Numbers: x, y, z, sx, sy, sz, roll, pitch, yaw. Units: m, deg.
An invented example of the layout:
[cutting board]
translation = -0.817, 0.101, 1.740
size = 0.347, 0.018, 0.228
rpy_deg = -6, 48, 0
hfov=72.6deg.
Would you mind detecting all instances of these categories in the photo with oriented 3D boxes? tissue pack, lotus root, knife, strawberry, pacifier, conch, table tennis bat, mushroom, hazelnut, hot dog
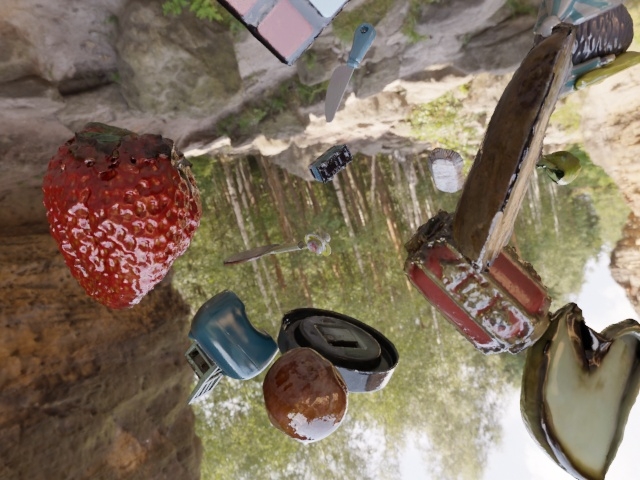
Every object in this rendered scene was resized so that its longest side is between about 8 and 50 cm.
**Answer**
[tissue pack]
translation = -0.296, 0.325, 1.453
size = 0.206, 0.288, 0.198
rpy_deg = -43, -165, -18
[lotus root]
translation = 0.250, -0.118, 0.589
size = 0.078, 0.330, 0.167
rpy_deg = 23, -155, 26
[knife]
translation = 0.058, -0.397, 1.032
size = 0.058, 0.244, 0.032
rpy_deg = 30, -173, 19
[strawberry]
translation = -0.320, -0.035, 0.705
size = 0.238, 0.289, 0.250
rpy_deg = 12, -171, 2
[pacifier]
translation = 0.000, 0.000, 1.103
size = 0.083, 0.068, 0.064
rpy_deg = 21, -134, 32
[conch]
translation = 0.567, -0.175, 1.044
size = 0.094, 0.080, 0.200
rpy_deg = 32, -154, 36
[table tennis bat]
translation = -0.091, 0.018, 0.705
size = 0.156, 0.013, 0.087
rpy_deg = -10, -171, 36
[mushroom]
translation = 0.450, 0.244, 0.809
size = 0.292, 0.217, 0.212
rpy_deg = -58, -175, 1
[hazelnut]
translation = -0.026, 0.259, 0.742
size = 0.143, 0.143, 0.154
rpy_deg = -23, -128, -23
[hot dog]
translation = 0.380, -0.212, 1.314
size = 0.108, 0.191, 0.059
rpy_deg = 14, -112, 26

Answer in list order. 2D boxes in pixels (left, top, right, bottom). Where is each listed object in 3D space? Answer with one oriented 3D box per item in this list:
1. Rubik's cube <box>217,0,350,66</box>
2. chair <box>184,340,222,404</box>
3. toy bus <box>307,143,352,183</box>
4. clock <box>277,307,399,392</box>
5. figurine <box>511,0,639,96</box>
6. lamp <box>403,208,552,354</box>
[Rubik's cube]
translation = -0.032, -0.296, 0.394
size = 0.162, 0.163, 0.161
rpy_deg = -35, -146, 30
[chair]
translation = -0.434, 0.464, 1.650
size = 0.270, 0.147, 0.136
rpy_deg = -50, 163, 24
[toy bus]
translation = 0.026, -0.225, 1.259
size = 0.123, 0.060, 0.074
rpy_deg = -43, -145, -22
[clock]
translation = 0.052, 0.326, 1.345
size = 0.385, 0.077, 0.386
rpy_deg = 18, -168, -4
[figurine]
translation = 0.656, -0.586, 1.231
size = 0.360, 0.378, 0.266
rpy_deg = -24, -178, -8
[lamp]
translation = 0.274, 0.071, 0.773
size = 0.177, 0.274, 0.177
rpy_deg = -44, 176, -4
